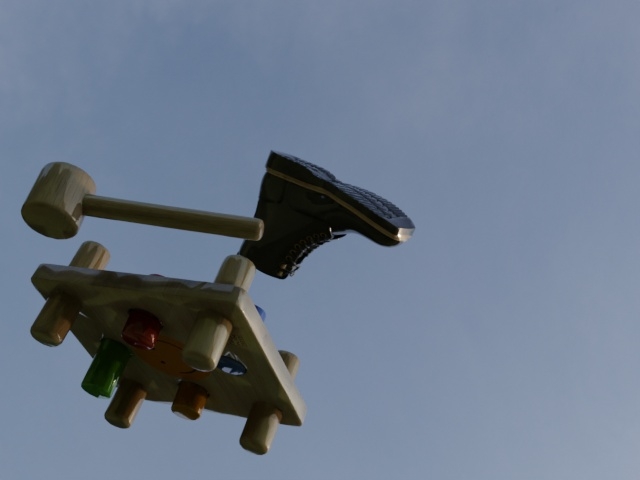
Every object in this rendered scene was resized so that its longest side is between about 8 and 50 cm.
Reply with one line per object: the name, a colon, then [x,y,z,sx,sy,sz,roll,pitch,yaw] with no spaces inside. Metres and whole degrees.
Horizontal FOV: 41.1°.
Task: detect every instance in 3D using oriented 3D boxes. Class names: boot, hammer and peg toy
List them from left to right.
hammer and peg toy: [-0.168,0.088,0.905,0.266,0.127,0.361,6,-38,21]
boot: [0.000,0.000,0.919,0.198,0.077,0.137,32,-76,40]
